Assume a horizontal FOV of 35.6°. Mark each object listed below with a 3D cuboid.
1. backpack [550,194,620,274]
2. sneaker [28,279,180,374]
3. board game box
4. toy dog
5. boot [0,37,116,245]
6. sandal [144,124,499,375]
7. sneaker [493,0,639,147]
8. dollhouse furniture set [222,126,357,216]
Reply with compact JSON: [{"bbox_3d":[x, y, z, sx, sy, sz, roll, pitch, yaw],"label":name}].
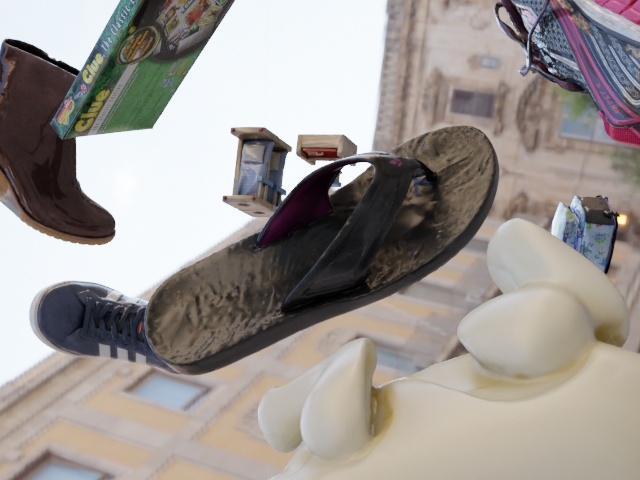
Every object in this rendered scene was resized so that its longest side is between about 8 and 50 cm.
[{"bbox_3d":[0.379,-0.001,1.447,0.105,0.084,0.114,-78,-10,-70],"label":"backpack"},{"bbox_3d":[-0.307,0.145,1.662,0.350,0.148,0.131,18,-106,-43],"label":"sneaker"},{"bbox_3d":[-0.169,-0.208,1.027,0.136,0.030,0.259,-19,-26,-54],"label":"board game box"},{"bbox_3d":[0.087,0.232,0.735,0.408,0.395,0.284,-26,-58,-15],"label":"toy dog"},{"bbox_3d":[-0.346,-0.122,1.305,0.207,0.248,0.090,-54,13,24],"label":"boot"},{"bbox_3d":[0.000,0.002,1.095,0.446,0.167,0.107,-31,-38,1],"label":"sandal"},{"bbox_3d":[0.187,-0.185,0.792,0.121,0.299,0.112,5,-59,-28],"label":"sneaker"},{"bbox_3d":[-0.050,-0.112,1.652,0.129,0.184,0.129,27,-113,-67],"label":"dollhouse furniture set"}]
